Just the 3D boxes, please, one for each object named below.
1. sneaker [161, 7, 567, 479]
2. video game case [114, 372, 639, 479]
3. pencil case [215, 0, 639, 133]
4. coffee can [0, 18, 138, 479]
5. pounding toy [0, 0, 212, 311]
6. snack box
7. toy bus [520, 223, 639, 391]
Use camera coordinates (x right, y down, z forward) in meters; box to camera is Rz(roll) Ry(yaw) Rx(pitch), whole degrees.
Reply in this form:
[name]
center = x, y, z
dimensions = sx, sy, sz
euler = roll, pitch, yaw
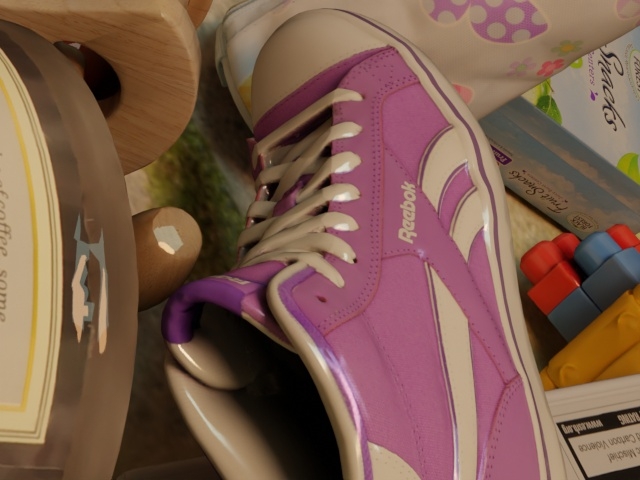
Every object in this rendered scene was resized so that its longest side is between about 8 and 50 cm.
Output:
[sneaker]
center = 0.001, 0.000, 0.579
dimensions = 0.161, 0.102, 0.282
euler = 21, 41, -46
[video game case]
center = 0.105, 0.205, 0.608
dimensions = 0.329, 0.036, 0.300
euler = -5, 58, -35
[pencil case]
center = 0.080, -0.127, 0.723
dimensions = 0.124, 0.273, 0.113
euler = 31, 38, -47
[coffee can]
center = -0.212, 0.012, 0.347
dimensions = 0.275, 0.201, 0.201
euler = 12, 56, -44
[pounding toy]
center = -0.129, -0.061, 0.534
dimensions = 0.269, 0.154, 0.155
euler = 33, 43, -29
[snack box]
center = 0.146, -0.121, 0.961
dimensions = 0.174, 0.070, 0.207
euler = 32, 45, -30
[toy bus]
center = 0.220, 0.070, 0.869
dimensions = 0.220, 0.149, 0.211
euler = -10, 57, -54
